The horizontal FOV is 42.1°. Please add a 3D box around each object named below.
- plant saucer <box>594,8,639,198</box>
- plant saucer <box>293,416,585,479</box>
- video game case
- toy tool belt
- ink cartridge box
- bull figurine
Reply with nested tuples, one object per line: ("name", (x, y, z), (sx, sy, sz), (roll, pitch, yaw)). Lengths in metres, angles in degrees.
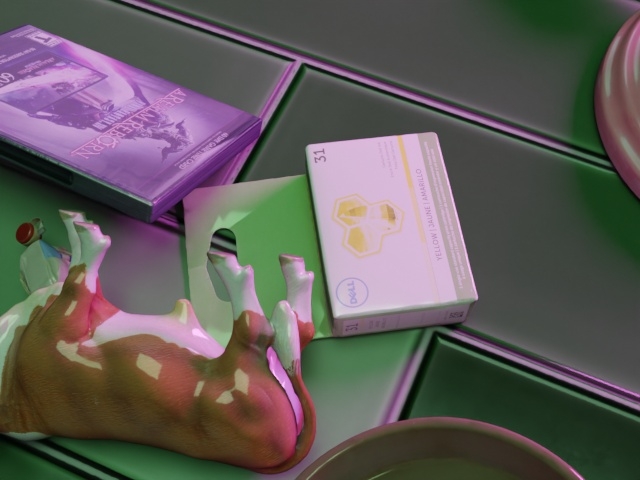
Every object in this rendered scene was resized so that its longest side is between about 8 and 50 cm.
("plant saucer", (0.432, -0.134, 0.773), (0.332, 0.084, 0.332), (0, 61, 0))
("plant saucer", (0.075, 0.255, 0.552), (0.278, 0.041, 0.277), (-10, 55, 14))
("video game case", (-0.216, -0.116, 0.748), (0.274, 0.026, 0.196), (23, 35, 12))
("toy tool belt", (-0.230, 0.024, 0.716), (0.052, 0.051, 0.083), (-40, 56, 10))
("ink cartridge box", (0.000, 0.000, 0.720), (0.235, 0.056, 0.171), (-6, 63, -5))
("bull figurine", (-0.150, 0.084, 0.633), (0.311, 0.101, 0.188), (11, 96, -2))
